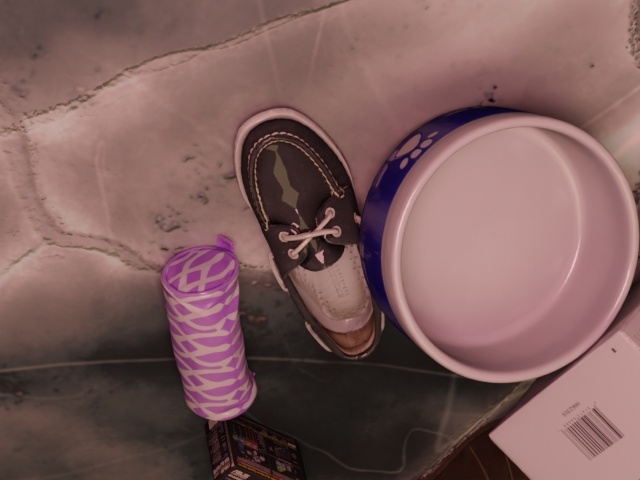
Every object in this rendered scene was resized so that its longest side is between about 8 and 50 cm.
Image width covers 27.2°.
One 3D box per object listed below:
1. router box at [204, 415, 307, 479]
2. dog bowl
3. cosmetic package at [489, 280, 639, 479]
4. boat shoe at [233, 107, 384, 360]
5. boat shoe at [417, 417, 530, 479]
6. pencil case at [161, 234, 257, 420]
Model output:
[{"bbox_3d":[-0.073,0.257,1.534,0.122,0.092,0.038,30,116,-32],"label":"router box"},{"bbox_3d":[0.176,0.001,1.312,0.265,0.104,0.265,-4,104,-18],"label":"dog bowl"},{"bbox_3d":[0.337,0.149,1.417,0.138,0.225,0.224,45,132,4],"label":"cosmetic package"},{"bbox_3d":[0.000,0.000,1.341,0.114,0.091,0.302,-24,130,6],"label":"boat shoe"},{"bbox_3d":[0.209,0.316,1.656,0.307,0.110,0.104,-34,133,26],"label":"boat shoe"},{"bbox_3d":[-0.113,0.100,1.403,0.088,0.086,0.206,-36,141,-30],"label":"pencil case"}]
